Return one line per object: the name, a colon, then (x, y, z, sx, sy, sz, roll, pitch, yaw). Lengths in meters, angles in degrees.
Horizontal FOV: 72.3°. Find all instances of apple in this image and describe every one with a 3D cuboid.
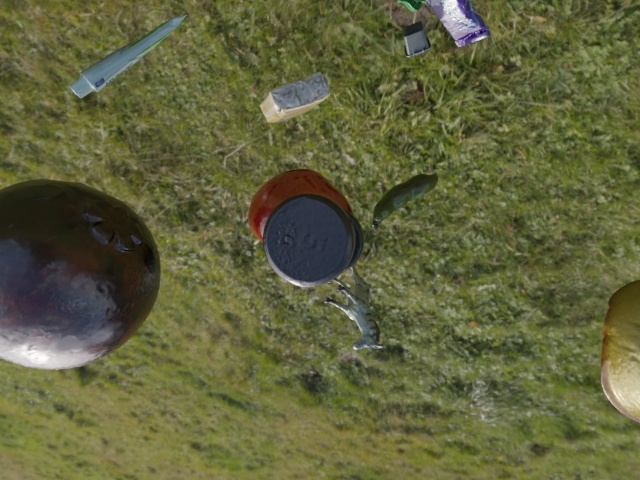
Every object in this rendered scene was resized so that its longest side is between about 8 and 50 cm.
apple: (-0.039, -0.042, 1.064, 0.216, 0.260, 0.260, -43, 126, -5)

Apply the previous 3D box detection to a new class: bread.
bread: (0.625, 0.200, 0.769, 0.270, 0.269, 0.148, 19, 171, -7)

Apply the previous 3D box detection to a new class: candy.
candy: (0.429, -0.732, 1.407, 0.275, 0.070, 0.145, 35, 168, -33)

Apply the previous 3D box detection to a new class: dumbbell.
dumbbell: (0.000, 0.000, 0.543, 0.100, 0.100, 0.191, 4, -179, 10)

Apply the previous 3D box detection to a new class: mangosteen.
mangosteen: (-0.439, 0.068, 0.718, 0.360, 0.306, 0.306, -35, 122, 23)

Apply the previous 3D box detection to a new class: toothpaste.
toothpaste: (-0.417, -0.413, 0.965, 0.048, 0.297, 0.075, 55, 163, -29)

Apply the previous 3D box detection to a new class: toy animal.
toy animal: (0.094, 0.162, 1.116, 0.176, 0.216, 0.073, 42, 120, -18)

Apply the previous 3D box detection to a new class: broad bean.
broad bean: (0.211, -0.115, 1.121, 0.065, 0.255, 0.046, 49, 157, 14)

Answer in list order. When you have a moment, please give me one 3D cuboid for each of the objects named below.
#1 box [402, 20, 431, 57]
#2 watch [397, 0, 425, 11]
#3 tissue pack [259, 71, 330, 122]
box: (0.312, -0.665, 1.441, 0.084, 0.122, 0.069, -14, 129, 16)
watch: (0.342, -0.875, 1.492, 0.165, 0.131, 0.152, 17, 178, -33)
tissue pack: (-0.085, -0.445, 1.378, 0.186, 0.222, 0.090, -25, 101, -11)
